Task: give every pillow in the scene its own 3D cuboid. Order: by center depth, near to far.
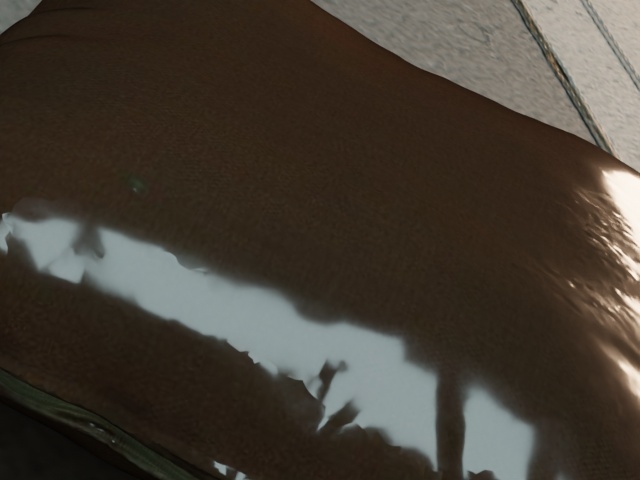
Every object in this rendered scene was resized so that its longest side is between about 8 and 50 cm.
[{"bbox_3d":[0.000,0.000,0.546,0.308,0.108,0.305,28,33,-3],"label":"pillow"}]
